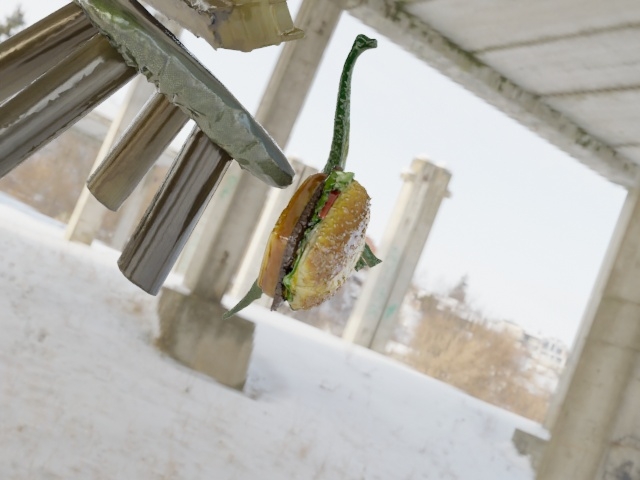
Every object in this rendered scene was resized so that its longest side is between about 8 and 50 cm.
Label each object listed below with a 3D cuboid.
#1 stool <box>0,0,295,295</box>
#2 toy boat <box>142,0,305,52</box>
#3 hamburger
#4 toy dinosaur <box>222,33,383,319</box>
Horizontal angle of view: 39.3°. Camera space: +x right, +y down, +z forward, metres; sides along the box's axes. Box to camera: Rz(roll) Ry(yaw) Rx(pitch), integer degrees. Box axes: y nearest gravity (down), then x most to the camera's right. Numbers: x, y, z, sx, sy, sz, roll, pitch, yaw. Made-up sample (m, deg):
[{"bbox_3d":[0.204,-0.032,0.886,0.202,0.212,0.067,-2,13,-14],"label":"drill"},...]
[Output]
[{"bbox_3d":[-0.224,-0.136,1.008,0.310,0.226,0.310,41,6,-35],"label":"stool"},{"bbox_3d":[-0.174,-0.400,1.395,0.445,0.162,0.136,40,-23,44],"label":"toy boat"},{"bbox_3d":[0.000,0.000,0.964,0.087,0.166,0.137,22,-46,9],"label":"hamburger"},{"bbox_3d":[-0.038,-0.066,1.339,0.301,0.447,0.087,59,21,-4],"label":"toy dinosaur"}]
